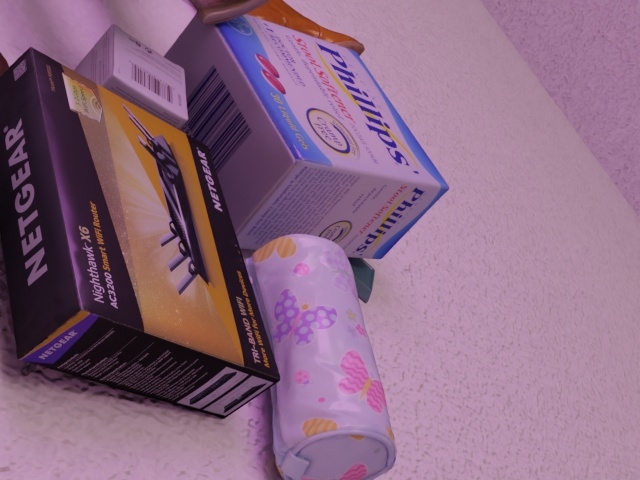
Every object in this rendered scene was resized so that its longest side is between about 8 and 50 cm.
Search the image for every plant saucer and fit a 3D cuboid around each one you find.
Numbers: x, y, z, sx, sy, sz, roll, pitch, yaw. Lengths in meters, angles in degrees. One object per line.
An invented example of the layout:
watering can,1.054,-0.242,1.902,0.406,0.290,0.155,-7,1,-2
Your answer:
plant saucer,0.000,0.000,1.287,0.192,0.018,0.067,40,27,-15

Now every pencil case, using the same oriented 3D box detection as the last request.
pencil case,-0.006,0.119,1.017,0.124,0.113,0.273,18,39,-32

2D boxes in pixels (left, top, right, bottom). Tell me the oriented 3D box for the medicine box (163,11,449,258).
medicine box,-0.028,-0.127,1.232,0.289,0.149,0.263,5,46,-48

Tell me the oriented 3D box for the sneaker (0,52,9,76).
sneaker,-0.372,-0.221,0.953,0.188,0.071,0.066,36,29,-24

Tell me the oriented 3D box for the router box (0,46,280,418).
router box,-0.179,-0.005,0.929,0.243,0.081,0.309,27,33,-48

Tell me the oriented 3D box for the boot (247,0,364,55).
boot,-0.063,-0.351,1.556,0.211,0.104,0.295,54,31,10

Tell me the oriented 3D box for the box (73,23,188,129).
box,-0.212,-0.159,1.096,0.101,0.087,0.102,30,32,-33

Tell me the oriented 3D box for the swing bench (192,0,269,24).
swing bench,-0.176,-0.388,1.107,0.254,0.165,0.253,11,38,-52

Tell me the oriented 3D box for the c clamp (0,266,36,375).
c clamp,-0.262,0.024,0.854,0.161,0.022,0.137,49,27,-1
